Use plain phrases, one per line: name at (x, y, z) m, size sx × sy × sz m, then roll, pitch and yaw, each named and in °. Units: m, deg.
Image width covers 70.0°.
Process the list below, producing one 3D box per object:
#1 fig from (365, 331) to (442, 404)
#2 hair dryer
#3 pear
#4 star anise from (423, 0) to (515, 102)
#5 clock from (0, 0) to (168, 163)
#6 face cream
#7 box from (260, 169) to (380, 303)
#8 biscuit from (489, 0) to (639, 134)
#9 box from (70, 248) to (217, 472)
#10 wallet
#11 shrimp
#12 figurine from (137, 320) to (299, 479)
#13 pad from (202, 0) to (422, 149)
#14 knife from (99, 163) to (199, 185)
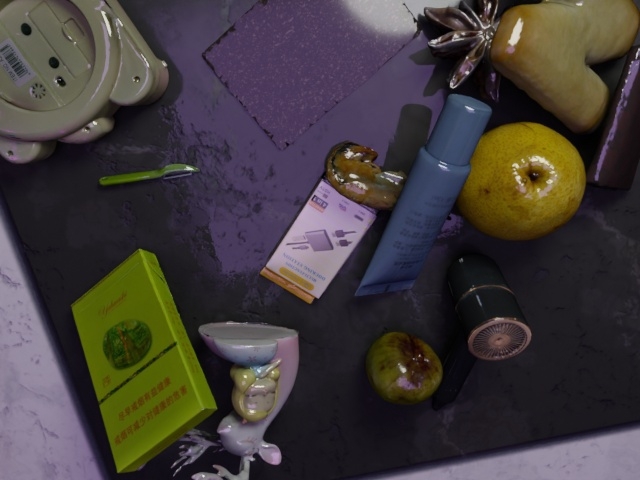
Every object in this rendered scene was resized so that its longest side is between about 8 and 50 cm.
fig at (0.156, 0.244, 0.878) m, size 0.136 × 0.153 × 0.120 m, roll -13°, pitch 115°, yaw -30°
hair dryer at (0.270, 0.208, 0.892) m, size 0.107 × 0.189 × 0.352 m, roll 9°, pitch 126°, yaw -6°
pear at (0.332, -0.094, 0.768) m, size 0.209 × 0.209 × 0.208 m, roll 0°, pitch 104°, yaw -1°
star anise at (0.284, -0.332, 0.764) m, size 0.231 × 0.089 × 0.209 m, roll 8°, pitch 91°, yaw -7°
clock at (-0.447, -0.295, 0.749) m, size 0.309 × 0.114 × 0.284 m, roll -31°, pitch 104°, yaw 8°
face cream at (0.170, -0.051, 0.771) m, size 0.136 × 0.086 × 0.385 m, roll -4°, pitch 130°, yaw -28°
box at (0.000, 0.000, 0.868) m, size 0.129 × 0.033 × 0.247 m, roll 31°, pitch 101°, yaw -9°
biscuit at (0.395, -0.323, 0.717) m, size 0.291 × 0.062 × 0.236 m, roll 21°, pitch 90°, yaw -31°
box at (-0.321, 0.195, 0.799) m, size 0.187 × 0.047 × 0.335 m, roll -38°, pitch 61°, yaw 8°
wallet at (0.526, -0.200, 0.784) m, size 0.182 × 0.049 × 0.229 m, roll -1°, pitch 108°, yaw -43°
shrimp at (0.137, -0.107, 0.824) m, size 0.262 × 0.066 × 0.117 m, roll 12°, pitch 77°, yaw -20°
figurine at (-0.189, 0.320, 0.840) m, size 0.284 × 0.206 × 0.315 m, roll 1°, pitch 93°, yaw -47°
pad at (-0.015, -0.344, 0.797) m, size 0.330 × 0.004 × 0.220 m, roll -38°, pitch 101°, yaw 8°
knife at (-0.315, -0.121, 0.837) m, size 0.184 × 0.022 × 0.026 m, roll -9°, pitch 129°, yaw 0°
